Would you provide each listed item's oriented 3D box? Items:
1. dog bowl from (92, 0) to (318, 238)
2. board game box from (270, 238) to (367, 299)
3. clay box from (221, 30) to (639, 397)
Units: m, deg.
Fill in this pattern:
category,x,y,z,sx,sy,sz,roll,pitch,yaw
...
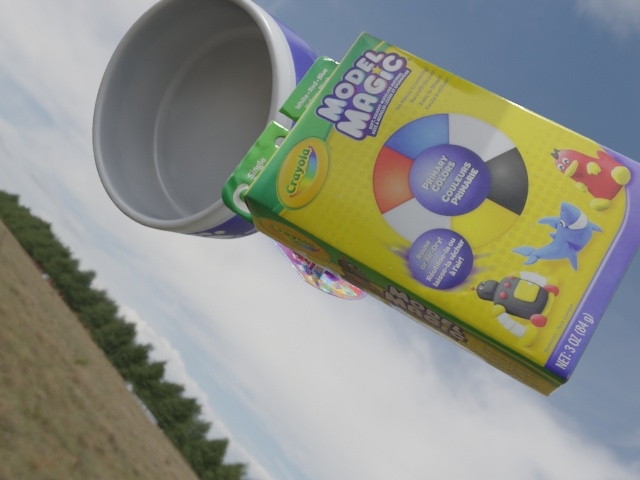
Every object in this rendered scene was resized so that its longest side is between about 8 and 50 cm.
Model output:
category,x,y,z,sx,sy,sz,roll,pitch,yaw
dog bowl,-0.124,-0.135,0.816,0.265,0.264,0.104,40,14,30
board game box,0.000,0.000,0.870,0.133,0.033,0.168,6,37,-52
clay box,0.060,-0.027,0.414,0.222,0.127,0.053,30,-16,14
